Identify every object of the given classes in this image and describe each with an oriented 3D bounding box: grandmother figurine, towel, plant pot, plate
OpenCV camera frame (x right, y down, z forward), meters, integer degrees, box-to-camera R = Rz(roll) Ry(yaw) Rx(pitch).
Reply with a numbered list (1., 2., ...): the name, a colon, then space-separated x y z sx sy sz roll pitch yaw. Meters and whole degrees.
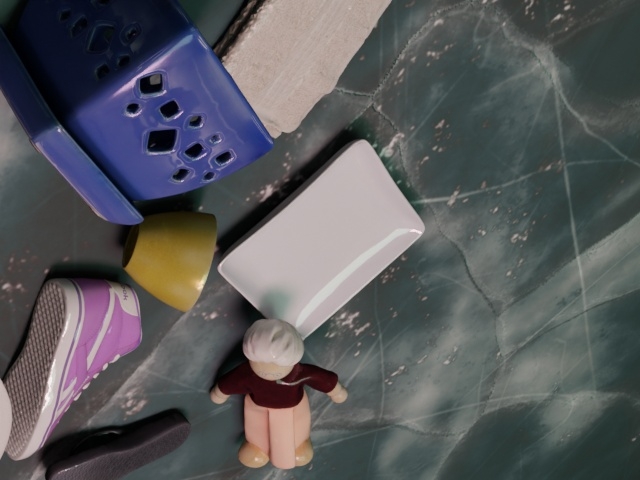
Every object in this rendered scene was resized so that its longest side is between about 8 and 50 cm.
1. grandmother figurine: -0.063 0.231 2.174 0.207 0.104 0.342 -9 144 -4
2. towel: -0.028 -0.262 1.809 0.187 0.049 0.282 17 114 -50
3. plant pot: -0.222 -0.171 1.578 0.212 0.236 0.236 -35 144 0
4. plate: 0.000 0.000 2.096 0.278 0.045 0.277 -41 143 -1
5. plant pot: -0.204 0.017 1.875 0.095 0.134 0.134 17 118 -18

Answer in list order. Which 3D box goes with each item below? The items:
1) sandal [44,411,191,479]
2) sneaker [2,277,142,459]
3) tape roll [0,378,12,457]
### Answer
1. sandal: -0.307 0.314 2.130 0.254 0.054 0.097 -17 144 -44
2. sneaker: -0.326 0.177 1.930 0.161 0.102 0.282 1 126 -46
3. tape roll: -0.579 0.260 1.802 0.392 0.072 0.392 -24 139 -23
